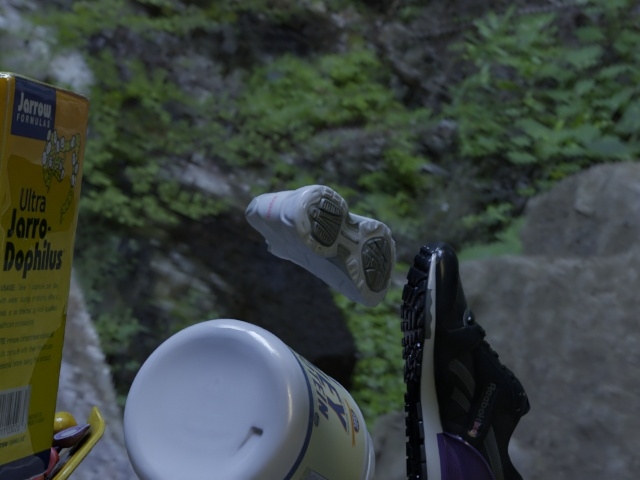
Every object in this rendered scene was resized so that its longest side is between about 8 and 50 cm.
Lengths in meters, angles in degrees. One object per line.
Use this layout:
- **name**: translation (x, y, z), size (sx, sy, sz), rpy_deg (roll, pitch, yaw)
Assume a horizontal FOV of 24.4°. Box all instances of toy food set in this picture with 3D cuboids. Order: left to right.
- **toy food set**: translation (-0.326, 0.253, 1.657), size (0.128, 0.071, 0.218), rpy_deg (-38, 10, 39)

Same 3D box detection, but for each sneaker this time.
- **sneaker**: translation (0.000, 0.000, 1.655), size (0.115, 0.232, 0.090), rpy_deg (9, 67, 36)
- **sneaker**: translation (0.153, 0.140, 1.545), size (0.107, 0.124, 0.283), rpy_deg (-152, 60, -80)

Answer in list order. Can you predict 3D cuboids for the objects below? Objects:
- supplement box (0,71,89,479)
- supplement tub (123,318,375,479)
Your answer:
- **supplement box**: translation (-0.342, 0.030, 1.300), size (0.194, 0.195, 0.356), rpy_deg (7, 91, 11)
- **supplement tub**: translation (-0.076, 0.251, 1.849), size (0.235, 0.325, 0.235), rpy_deg (-8, 68, 19)
